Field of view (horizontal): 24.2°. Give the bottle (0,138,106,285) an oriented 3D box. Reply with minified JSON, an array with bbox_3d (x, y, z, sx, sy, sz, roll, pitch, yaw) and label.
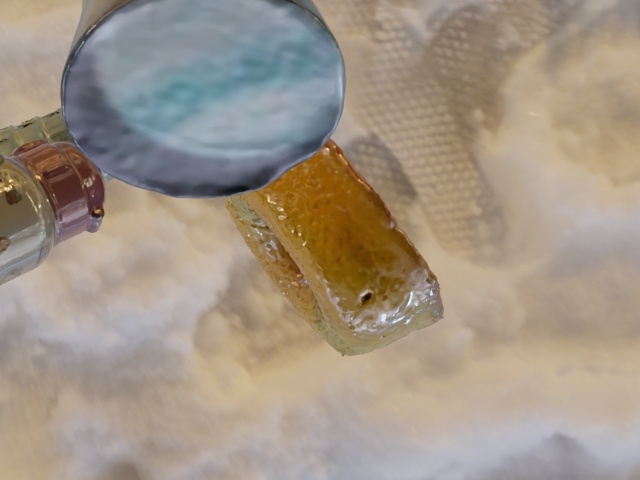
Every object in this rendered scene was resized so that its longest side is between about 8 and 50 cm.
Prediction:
[{"bbox_3d":[-0.314,-0.014,1.367,0.253,0.120,0.120,-29,111,-33],"label":"bottle"}]

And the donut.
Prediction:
[{"bbox_3d":[0.000,0.000,1.531,0.110,0.303,0.303,-38,110,-9],"label":"donut"}]

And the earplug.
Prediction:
[{"bbox_3d":[-0.095,-0.205,1.061,0.185,0.324,0.185,-6,137,-5],"label":"earplug"}]

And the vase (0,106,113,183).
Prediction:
[{"bbox_3d":[-0.234,-0.128,1.683,0.298,0.143,0.143,-29,109,-4],"label":"vase"}]
